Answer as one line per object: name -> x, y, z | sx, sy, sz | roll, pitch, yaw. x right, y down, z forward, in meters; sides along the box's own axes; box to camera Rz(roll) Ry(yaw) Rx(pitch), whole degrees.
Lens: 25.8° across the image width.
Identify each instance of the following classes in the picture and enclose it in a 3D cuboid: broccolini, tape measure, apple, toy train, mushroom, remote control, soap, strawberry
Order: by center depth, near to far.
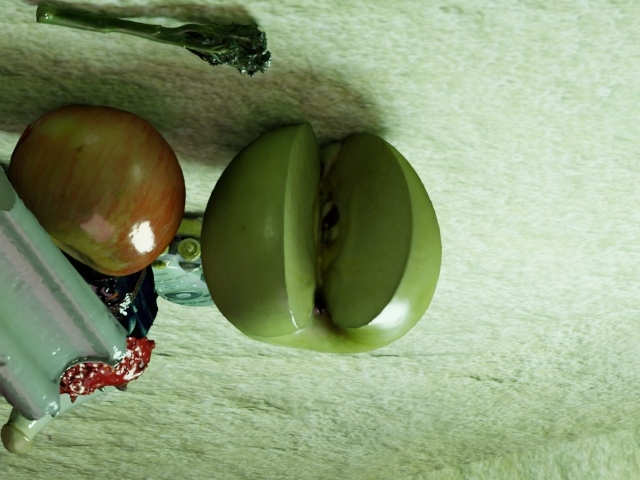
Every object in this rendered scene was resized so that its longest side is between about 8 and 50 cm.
broccolini -> -0.165, -0.211, 1.407 | 0.239, 0.051, 0.054 | 10, 168, -13
soap -> -0.392, 0.029, 1.549 | 0.258, 0.159, 0.302 | 20, 147, 45
apple -> -0.250, -0.063, 1.582 | 0.209, 0.164, 0.209 | 30, 166, 8
apple -> 0.000, 0.000, 1.658 | 0.292, 0.254, 0.292 | 1, 158, 0
tape measure -> -0.324, 0.043, 1.861 | 0.223, 0.135, 0.202 | 13, 150, 15
toy train -> -0.145, 0.004, 1.894 | 0.202, 0.081, 0.060 | 7, 157, -4
remote control -> -0.209, 0.059, 2.065 | 0.097, 0.045, 0.256 | -6, 161, 11
strawberry -> -0.358, 0.140, 2.092 | 0.187, 0.184, 0.201 | 24, 149, 33
mushroom -> -0.416, 0.243, 2.304 | 0.270, 0.118, 0.103 | -38, 124, -7

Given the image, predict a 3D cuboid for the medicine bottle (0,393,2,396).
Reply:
medicine bottle -> -0.501, 0.181, 2.258 | 0.103, 0.102, 0.186 | 5, 158, -18
